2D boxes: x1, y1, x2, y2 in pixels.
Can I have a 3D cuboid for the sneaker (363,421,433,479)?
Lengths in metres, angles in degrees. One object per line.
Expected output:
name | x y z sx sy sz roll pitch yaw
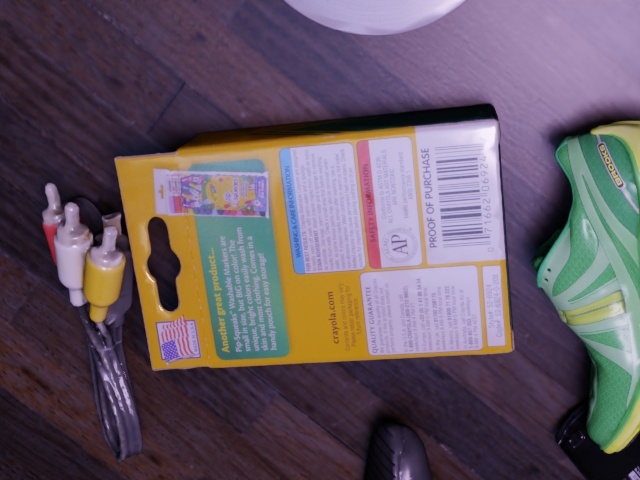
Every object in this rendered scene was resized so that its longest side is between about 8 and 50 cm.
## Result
sneaker | 0.127 0.317 0.935 0.146 0.122 0.331 -12 105 -7

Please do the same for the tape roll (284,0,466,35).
tape roll | 0.047 -0.276 0.772 0.219 0.072 0.219 3 108 8

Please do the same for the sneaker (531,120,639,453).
sneaker | 0.248 0.040 0.839 0.123 0.109 0.296 8 111 30

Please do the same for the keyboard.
keyboard | 0.287 0.237 0.925 0.100 0.038 0.192 -40 97 -6

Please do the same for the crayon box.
crayon box | 0.000 0.000 0.859 0.323 0.083 0.203 -4 106 9

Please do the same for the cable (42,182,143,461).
cable | -0.220 0.078 0.909 0.139 0.072 0.287 34 128 39
